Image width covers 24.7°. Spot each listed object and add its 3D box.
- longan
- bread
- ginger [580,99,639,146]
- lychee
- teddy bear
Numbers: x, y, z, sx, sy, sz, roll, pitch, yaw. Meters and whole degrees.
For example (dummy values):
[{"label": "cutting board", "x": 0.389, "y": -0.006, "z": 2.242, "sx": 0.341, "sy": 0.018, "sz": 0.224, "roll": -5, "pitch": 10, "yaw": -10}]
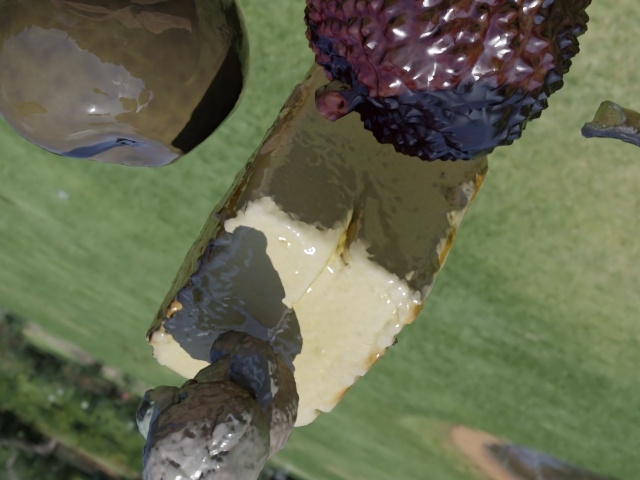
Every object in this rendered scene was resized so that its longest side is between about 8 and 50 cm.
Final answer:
[{"label": "longan", "x": -0.244, "y": -0.230, "z": 1.795, "sx": 0.350, "sy": 0.288, "sz": 0.288, "roll": -5, "pitch": -170, "yaw": -34}, {"label": "bread", "x": 0.000, "y": 0.000, "z": 1.836, "sx": 0.279, "sy": 0.390, "sz": 0.371, "roll": 33, "pitch": 134, "yaw": -2}, {"label": "ginger", "x": 0.360, "y": -0.134, "z": 1.713, "sx": 0.137, "sy": 0.057, "sz": 0.044, "roll": 10, "pitch": -141, "yaw": -25}, {"label": "lychee", "x": 0.130, "y": -0.235, "z": 1.534, "sx": 0.306, "sy": 0.330, "sz": 0.306, "roll": 50, "pitch": 175, "yaw": 6}, {"label": "teddy bear", "x": -0.119, "y": 0.210, "z": 1.617, "sx": 0.151, "sy": 0.236, "sz": 0.267, "roll": 38, "pitch": -158, "yaw": 8}]
